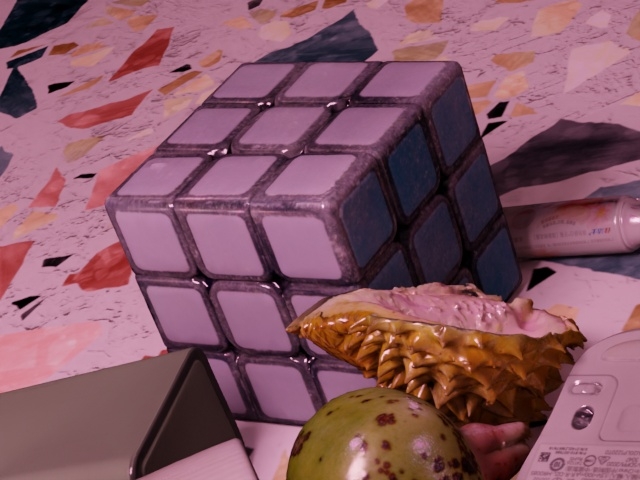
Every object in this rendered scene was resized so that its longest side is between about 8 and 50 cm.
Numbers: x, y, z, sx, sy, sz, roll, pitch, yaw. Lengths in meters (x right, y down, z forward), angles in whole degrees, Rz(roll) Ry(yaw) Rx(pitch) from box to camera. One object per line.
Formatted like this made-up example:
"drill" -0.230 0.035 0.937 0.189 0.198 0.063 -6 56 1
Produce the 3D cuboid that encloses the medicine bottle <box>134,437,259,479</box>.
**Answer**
"medicine bottle" -0.210 0.336 1.669 0.384 0.224 0.224 -24 29 -4

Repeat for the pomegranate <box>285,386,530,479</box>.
"pomegranate" 0.088 0.226 1.710 0.248 0.214 0.214 -22 27 -26

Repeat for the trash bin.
"trash bin" -0.276 0.257 1.934 0.343 0.158 0.223 -13 28 22

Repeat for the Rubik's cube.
"Rubik's cube" 0.000 0.000 2.044 0.304 0.301 0.305 2 37 33

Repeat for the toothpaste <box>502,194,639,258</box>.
"toothpaste" 0.252 -0.011 2.162 0.323 0.066 0.100 -4 37 35

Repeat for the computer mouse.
"computer mouse" 0.276 0.212 1.699 0.184 0.121 0.297 -5 47 34

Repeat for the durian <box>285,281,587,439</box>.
"durian" 0.146 0.107 1.795 0.305 0.185 0.196 12 -16 -32
